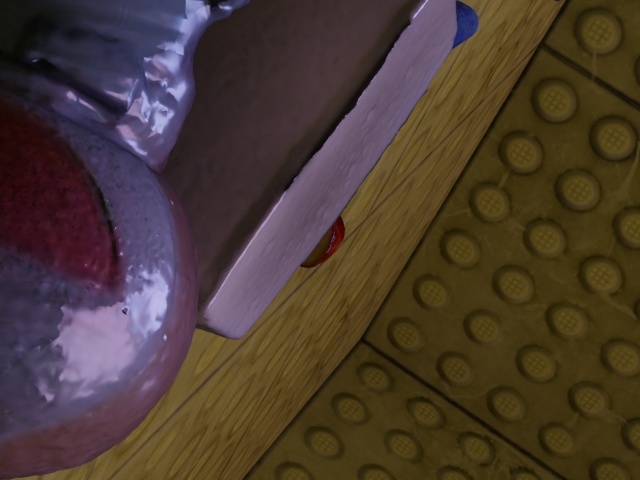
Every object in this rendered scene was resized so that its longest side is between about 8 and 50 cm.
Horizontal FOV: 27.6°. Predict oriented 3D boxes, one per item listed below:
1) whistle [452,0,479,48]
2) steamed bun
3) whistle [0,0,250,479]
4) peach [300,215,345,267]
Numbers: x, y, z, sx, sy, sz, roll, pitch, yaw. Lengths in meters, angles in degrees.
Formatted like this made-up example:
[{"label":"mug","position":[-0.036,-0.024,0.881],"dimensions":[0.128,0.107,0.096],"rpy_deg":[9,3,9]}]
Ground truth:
[{"label":"whistle","position":[0.108,-0.220,1.425],"dimensions":[0.062,0.062,0.304],"rpy_deg":[-60,170,28]},{"label":"steamed bun","position":[-0.053,-0.081,0.680],"dimensions":[0.241,0.164,0.146],"rpy_deg":[-53,170,-5]},{"label":"whistle","position":[-0.110,-0.049,0.504],"dimensions":[0.189,0.189,0.347],"rpy_deg":[60,53,-81]},{"label":"peach","position":[0.000,0.000,1.715],"dimensions":[0.083,0.050,0.077],"rpy_deg":[-46,167,-33]}]
